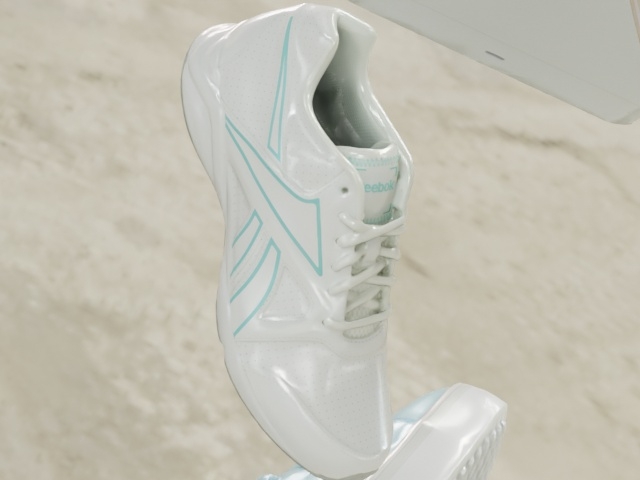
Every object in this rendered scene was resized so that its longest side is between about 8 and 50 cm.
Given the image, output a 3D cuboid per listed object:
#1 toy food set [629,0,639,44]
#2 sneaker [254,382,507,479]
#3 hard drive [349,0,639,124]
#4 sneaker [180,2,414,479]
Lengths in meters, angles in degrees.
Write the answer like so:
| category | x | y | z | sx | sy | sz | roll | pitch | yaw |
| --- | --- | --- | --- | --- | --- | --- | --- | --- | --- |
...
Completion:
| category | x | y | z | sx | sy | sz | roll | pitch | yaw |
| --- | --- | --- | --- | --- | --- | --- | --- | --- | --- |
| toy food set | 0.209 | -0.015 | 0.455 | 0.220 | 0.092 | 0.306 | 30 | 35 | -19 |
| sneaker | -0.050 | 0.170 | 0.821 | 0.150 | 0.135 | 0.366 | 39 | 55 | 21 |
| hard drive | 0.157 | -0.163 | 0.760 | 0.203 | 0.307 | 0.040 | 22 | 65 | -16 |
| sneaker | 0.000 | 0.000 | 0.479 | 0.054 | 0.061 | 0.152 | -10 | 87 | -50 |
